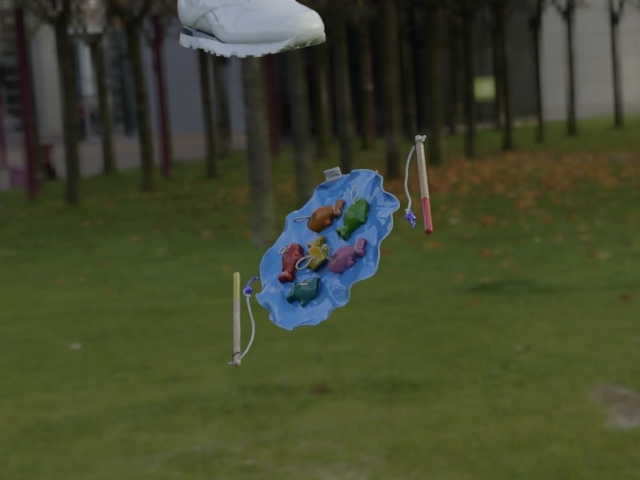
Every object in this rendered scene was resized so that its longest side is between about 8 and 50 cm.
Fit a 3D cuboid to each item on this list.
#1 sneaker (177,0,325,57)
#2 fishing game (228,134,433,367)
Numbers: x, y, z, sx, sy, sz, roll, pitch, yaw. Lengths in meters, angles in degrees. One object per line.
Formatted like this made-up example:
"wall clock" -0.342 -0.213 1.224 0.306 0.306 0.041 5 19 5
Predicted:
"sneaker" -0.080 -0.241 1.544 0.090 0.094 0.235 -10 17 -36
"fishing game" 0.000 0.000 1.464 0.264 0.041 0.189 -34 35 28
